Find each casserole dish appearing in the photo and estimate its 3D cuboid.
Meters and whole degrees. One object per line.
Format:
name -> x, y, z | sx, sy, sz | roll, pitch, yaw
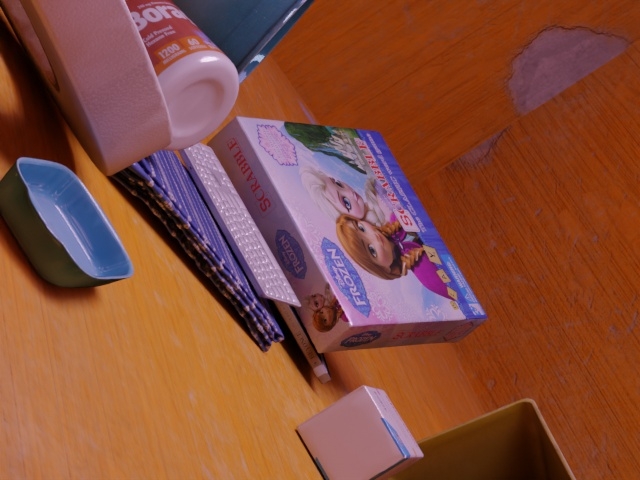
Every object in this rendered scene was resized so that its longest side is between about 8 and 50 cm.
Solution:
casserole dish -> -0.207, -0.009, 1.307 | 0.114, 0.037, 0.188 | 58, 8, 5

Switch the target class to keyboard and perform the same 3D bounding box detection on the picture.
keyboard -> -0.098, -0.025, 1.908 | 0.072, 0.014, 0.256 | 13, 39, -50

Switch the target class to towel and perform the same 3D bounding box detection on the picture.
towel -> -0.163, -0.045, 1.826 | 0.336, 0.040, 0.243 | 54, 6, -39

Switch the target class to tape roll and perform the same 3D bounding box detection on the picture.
tape roll -> -0.252, -0.241, 1.459 | 0.392, 0.072, 0.392 | 58, -11, 18

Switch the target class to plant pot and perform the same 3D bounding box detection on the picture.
plant pot -> 0.211, 0.354, 1.965 | 0.212, 0.212, 0.187 | -111, 179, -60
plant pot -> -0.163, -0.389, 2.482 | 0.255, 0.271, 0.271 | 43, 8, -3

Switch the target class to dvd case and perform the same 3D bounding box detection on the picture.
dvd case -> -0.052, 0.063, 2.028 | 0.221, 0.018, 0.164 | 60, 1, -12

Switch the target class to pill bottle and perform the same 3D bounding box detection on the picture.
pill bottle -> -0.191, -0.201, 1.698 | 0.216, 0.121, 0.121 | 46, 1, 30

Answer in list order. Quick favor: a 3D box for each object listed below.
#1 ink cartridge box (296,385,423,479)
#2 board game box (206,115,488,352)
ink cartridge box -> 0.047, 0.224, 1.804 | 0.092, 0.090, 0.143 | 59, 6, 14
board game box -> 0.040, -0.009, 2.112 | 0.318, 0.066, 0.318 | 0, 55, -54
